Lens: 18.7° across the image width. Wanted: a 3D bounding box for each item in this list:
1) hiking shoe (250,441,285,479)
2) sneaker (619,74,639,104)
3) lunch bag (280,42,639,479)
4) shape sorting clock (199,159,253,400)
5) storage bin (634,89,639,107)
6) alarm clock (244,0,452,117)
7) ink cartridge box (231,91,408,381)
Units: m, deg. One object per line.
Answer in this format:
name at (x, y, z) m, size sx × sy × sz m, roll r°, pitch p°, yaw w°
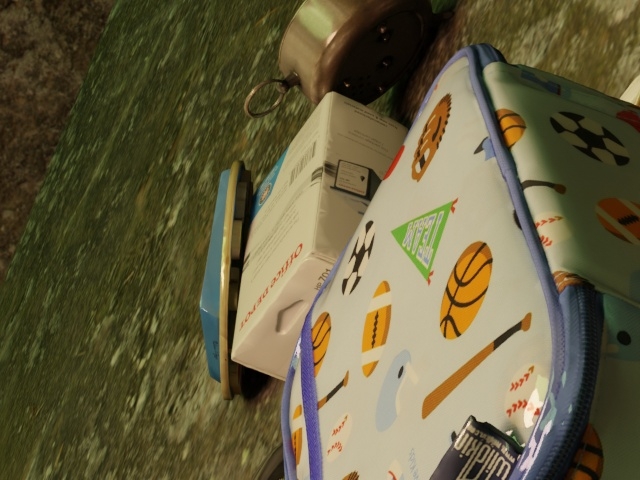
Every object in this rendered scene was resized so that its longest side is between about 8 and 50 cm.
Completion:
hiking shoe at (0.003, 0.222, 1.272) m, size 0.114 × 0.086 × 0.227 m, roll -31°, pitch 42°, yaw 40°
sneaker at (0.162, -0.033, 1.105) m, size 0.217 × 0.079 × 0.121 m, roll -64°, pitch 19°, yaw 11°
lunch bag at (0.064, 0.078, 0.795) m, size 0.243 × 0.115 × 0.303 m, roll -59°, pitch 17°, yaw 28°
shape sorting clock at (-0.071, 0.034, 1.666) m, size 0.206 × 0.040 × 0.206 m, roll 6°, pitch -90°, yaw -87°
storage bin at (0.195, 0.067, 0.810) m, size 0.260 × 0.123 × 0.262 m, roll -67°, pitch 18°, yaw -3°
alarm clock at (0.017, -0.153, 1.579) m, size 0.192 × 0.064 × 0.129 m, roll -34°, pitch -27°, yaw -17°
ink cartridge box at (0.000, 0.000, 1.537) m, size 0.139 × 0.082 × 0.190 m, roll -52°, pitch 23°, yaw 39°
